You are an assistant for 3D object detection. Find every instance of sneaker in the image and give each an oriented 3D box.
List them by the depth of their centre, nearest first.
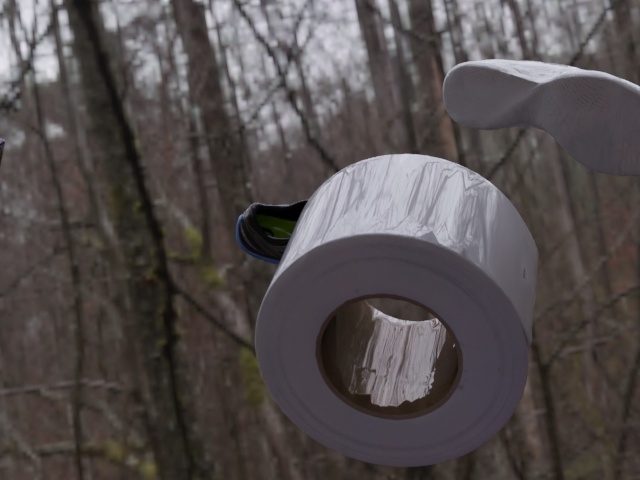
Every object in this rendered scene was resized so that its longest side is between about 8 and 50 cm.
[{"bbox_3d":[0.213,-0.115,1.040,0.212,0.080,0.094,22,28,31],"label":"sneaker"},{"bbox_3d":[0.000,0.000,1.387,0.188,0.067,0.078,12,-28,-3],"label":"sneaker"}]

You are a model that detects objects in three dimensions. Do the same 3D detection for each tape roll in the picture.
[{"bbox_3d":[0.074,0.063,1.161,0.246,0.246,0.169,-14,24,19],"label":"tape roll"}]

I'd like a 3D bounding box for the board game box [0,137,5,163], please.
[{"bbox_3d":[-0.352,0.019,1.048,0.042,0.165,0.243,22,27,6],"label":"board game box"}]
